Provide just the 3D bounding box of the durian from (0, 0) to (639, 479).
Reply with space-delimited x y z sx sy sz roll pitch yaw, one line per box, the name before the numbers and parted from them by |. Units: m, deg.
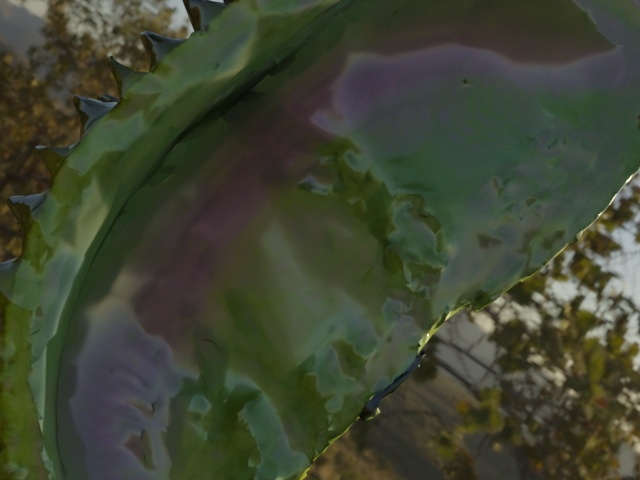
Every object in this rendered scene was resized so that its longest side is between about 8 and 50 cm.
durian | -0.009 -0.002 0.438 0.169 0.355 0.157 39 -5 21
